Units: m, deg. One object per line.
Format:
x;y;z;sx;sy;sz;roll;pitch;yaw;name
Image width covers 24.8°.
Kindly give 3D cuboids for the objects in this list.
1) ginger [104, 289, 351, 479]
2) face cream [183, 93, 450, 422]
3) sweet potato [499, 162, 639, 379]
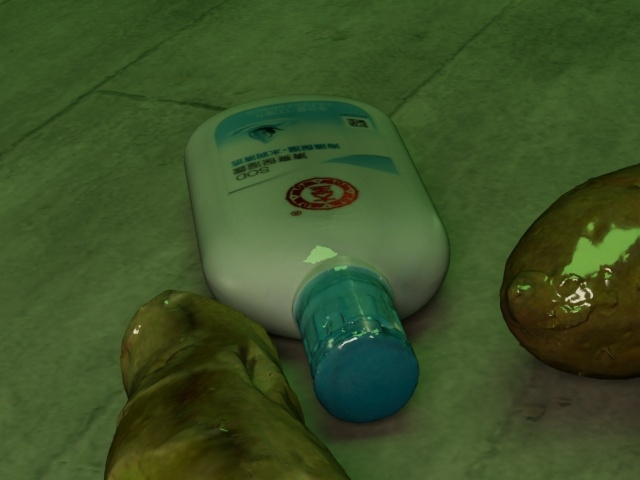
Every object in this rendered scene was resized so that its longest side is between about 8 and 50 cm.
-0.047;0.121;0.717;0.116;0.109;0.263;-33;31;3;ginger
0.000;0.000;0.955;0.163;0.080;0.336;-6;29;-6;face cream
0.272;-0.005;0.897;0.423;0.130;0.130;-15;31;-28;sweet potato
